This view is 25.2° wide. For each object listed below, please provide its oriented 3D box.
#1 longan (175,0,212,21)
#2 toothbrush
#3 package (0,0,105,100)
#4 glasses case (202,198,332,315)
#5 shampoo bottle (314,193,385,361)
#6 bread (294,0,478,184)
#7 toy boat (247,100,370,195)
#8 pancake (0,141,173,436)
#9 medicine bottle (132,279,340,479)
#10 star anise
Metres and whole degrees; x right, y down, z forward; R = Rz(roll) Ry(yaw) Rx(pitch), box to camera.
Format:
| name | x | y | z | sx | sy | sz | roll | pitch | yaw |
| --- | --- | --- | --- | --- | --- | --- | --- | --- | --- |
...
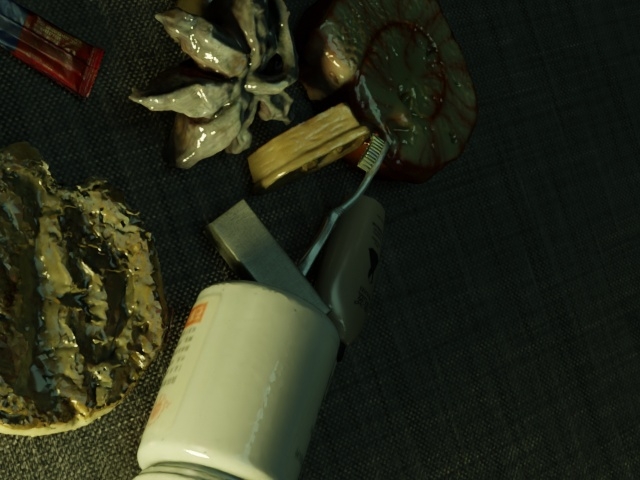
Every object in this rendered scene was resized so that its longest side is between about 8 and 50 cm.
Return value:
| name | x | y | z | sx | sy | sz | roll | pitch | yaw |
| --- | --- | --- | --- | --- | --- | --- | --- | --- | --- |
| longan | -0.158 | -0.325 | 2.064 | 0.106 | 0.106 | 0.119 | -48 | 148 | -37 |
| toothbrush | 0.000 | 0.000 | 2.095 | 0.037 | 0.028 | 0.375 | 36 | 73 | -14 |
| package | -0.381 | -0.267 | 1.903 | 0.200 | 0.022 | 0.083 | 29 | 60 | -30 |
| glasses case | -0.077 | 0.044 | 2.027 | 0.071 | 0.047 | 0.205 | -38 | 89 | -28 |
| shampoo bottle | 0.038 | 0.060 | 2.129 | 0.127 | 0.078 | 0.257 | 52 | 47 | -54 |
| bread | 0.111 | -0.257 | 2.258 | 0.295 | 0.114 | 0.328 | -39 | 104 | -40 |
| toy boat | -0.025 | -0.133 | 2.097 | 0.188 | 0.116 | 0.061 | -28 | 86 | -8 |
| pancake | -0.353 | 0.059 | 1.809 | 0.382 | 0.071 | 0.382 | 13 | 69 | -37 |
| medicine bottle | -0.120 | 0.256 | 1.862 | 0.211 | 0.211 | 0.371 | 35 | 58 | -28 |
| star anise | -0.129 | -0.240 | 1.966 | 0.359 | 0.139 | 0.316 | 29 | 86 | -51 |
